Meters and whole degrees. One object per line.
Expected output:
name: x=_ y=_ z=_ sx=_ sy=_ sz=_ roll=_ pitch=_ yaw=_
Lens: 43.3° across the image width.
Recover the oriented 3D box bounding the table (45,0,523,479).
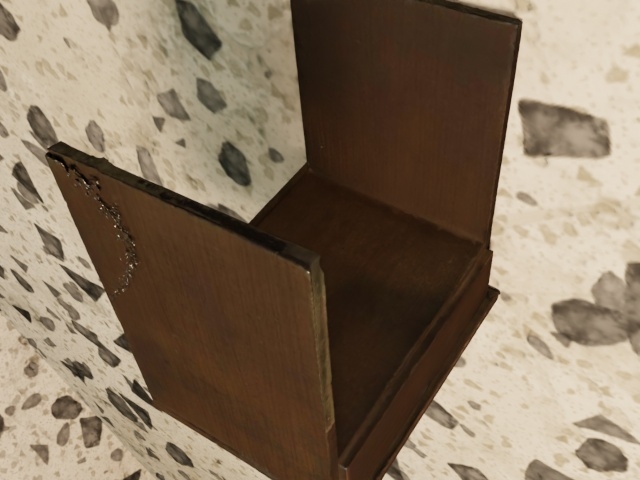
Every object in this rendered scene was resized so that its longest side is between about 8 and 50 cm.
table: x=0.000 y=0.000 z=0.575 sx=0.196 sy=0.250 sz=0.282 roll=25 pitch=144 yaw=25
